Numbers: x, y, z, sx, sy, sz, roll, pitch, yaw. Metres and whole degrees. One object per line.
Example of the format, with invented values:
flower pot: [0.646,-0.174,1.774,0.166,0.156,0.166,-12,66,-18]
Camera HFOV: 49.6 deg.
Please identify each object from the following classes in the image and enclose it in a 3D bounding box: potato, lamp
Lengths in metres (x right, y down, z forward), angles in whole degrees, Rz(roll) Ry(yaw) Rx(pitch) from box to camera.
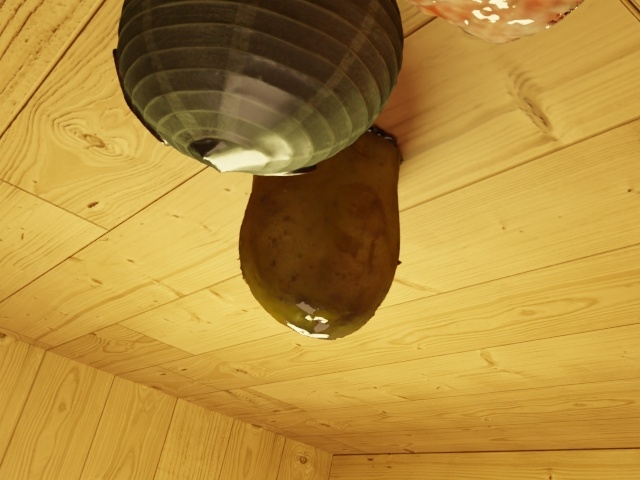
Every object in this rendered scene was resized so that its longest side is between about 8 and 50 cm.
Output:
potato: [0.000,0.000,0.887,0.229,0.266,0.229,9,149,6]
lamp: [-0.061,-0.167,0.621,0.265,0.233,0.233,14,154,7]

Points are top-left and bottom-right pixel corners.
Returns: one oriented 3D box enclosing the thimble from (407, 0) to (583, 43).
thimble: [0.100,-0.243,0.397,0.162,0.239,0.239,24,151,-15]
